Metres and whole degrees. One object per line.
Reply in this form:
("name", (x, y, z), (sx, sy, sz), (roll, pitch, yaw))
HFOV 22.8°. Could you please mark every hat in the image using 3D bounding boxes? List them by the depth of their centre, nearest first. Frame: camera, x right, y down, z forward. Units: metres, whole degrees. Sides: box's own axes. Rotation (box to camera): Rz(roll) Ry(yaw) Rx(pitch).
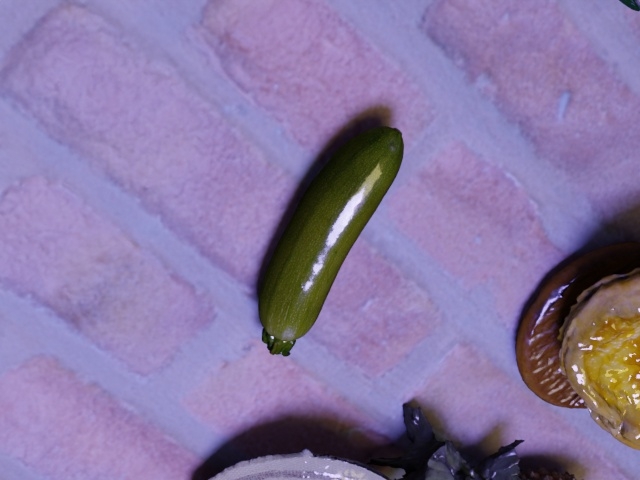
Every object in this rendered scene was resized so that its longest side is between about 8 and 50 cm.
("hat", (-0.021, 0.331, 1.611), (0.252, 0.110, 0.252), (2, 135, 2))

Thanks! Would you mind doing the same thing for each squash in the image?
("squash", (0.000, 0.000, 1.484), (0.069, 0.069, 0.258), (16, 114, -29))

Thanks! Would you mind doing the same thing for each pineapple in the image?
("pineapple", (0.175, 0.273, 1.709), (0.277, 0.119, 0.130), (27, 153, -32))

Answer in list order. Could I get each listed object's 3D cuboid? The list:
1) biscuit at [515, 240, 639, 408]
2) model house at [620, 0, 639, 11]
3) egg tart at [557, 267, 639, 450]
("biscuit", (0.303, 0.092, 1.681), (0.212, 0.036, 0.212), (-9, 125, -14))
("model house", (0.244, -0.291, 1.359), (0.088, 0.117, 0.167), (-43, 123, 5))
("egg tart", (0.356, 0.112, 1.595), (0.241, 0.106, 0.241), (8, 128, 10))
